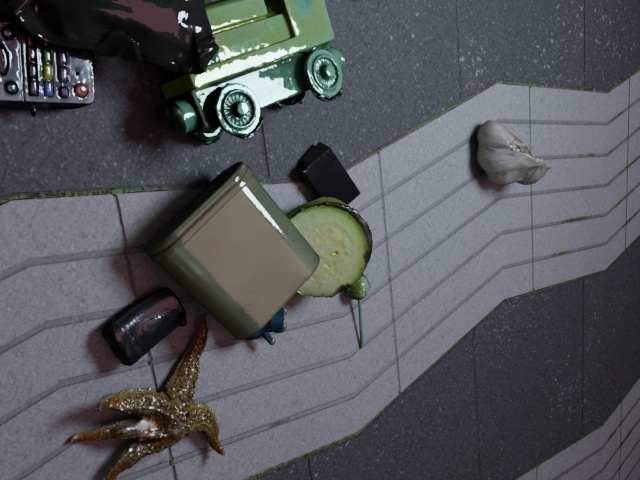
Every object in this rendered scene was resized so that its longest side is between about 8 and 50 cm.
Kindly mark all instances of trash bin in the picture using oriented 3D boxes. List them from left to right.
[{"bbox_3d":[-0.153,0.020,1.235,0.243,0.121,0.247,-47,111,-16],"label":"trash bin"}]

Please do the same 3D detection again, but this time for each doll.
[{"bbox_3d":[-0.130,0.159,1.363,0.151,0.085,0.114,7,79,-54],"label":"doll"}]

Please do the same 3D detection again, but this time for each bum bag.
[{"bbox_3d":[-0.310,-0.348,1.009,0.326,0.079,0.142,7,93,-26],"label":"bum bag"}]

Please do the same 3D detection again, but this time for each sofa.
[{"bbox_3d":[0.013,-0.134,1.455,0.085,0.060,0.147,-43,126,-7],"label":"sofa"}]

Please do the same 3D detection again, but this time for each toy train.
[{"bbox_3d":[-0.128,-0.335,1.216,0.397,0.160,0.254,-30,110,-33],"label":"toy train"}]

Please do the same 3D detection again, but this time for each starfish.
[{"bbox_3d":[-0.308,0.318,1.229,0.293,0.084,0.302,-15,113,-41],"label":"starfish"}]

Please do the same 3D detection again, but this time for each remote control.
[{"bbox_3d":[-0.515,-0.251,0.935,0.398,0.062,0.145,-7,103,-43],"label":"remote control"}]

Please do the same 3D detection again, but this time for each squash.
[{"bbox_3d":[-0.008,0.003,1.422,0.220,0.133,0.220,-7,116,-15],"label":"squash"}]

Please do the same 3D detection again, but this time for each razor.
[{"bbox_3d":[-0.316,0.151,1.205,0.148,0.054,0.090,-39,122,-31],"label":"razor"}]

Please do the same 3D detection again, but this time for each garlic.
[{"bbox_3d":[0.509,-0.221,1.818,0.229,0.178,0.143,39,103,-20],"label":"garlic"}]

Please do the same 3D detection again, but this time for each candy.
[{"bbox_3d":[0.095,0.174,1.599,0.061,0.061,0.203,-27,124,-36],"label":"candy"}]
